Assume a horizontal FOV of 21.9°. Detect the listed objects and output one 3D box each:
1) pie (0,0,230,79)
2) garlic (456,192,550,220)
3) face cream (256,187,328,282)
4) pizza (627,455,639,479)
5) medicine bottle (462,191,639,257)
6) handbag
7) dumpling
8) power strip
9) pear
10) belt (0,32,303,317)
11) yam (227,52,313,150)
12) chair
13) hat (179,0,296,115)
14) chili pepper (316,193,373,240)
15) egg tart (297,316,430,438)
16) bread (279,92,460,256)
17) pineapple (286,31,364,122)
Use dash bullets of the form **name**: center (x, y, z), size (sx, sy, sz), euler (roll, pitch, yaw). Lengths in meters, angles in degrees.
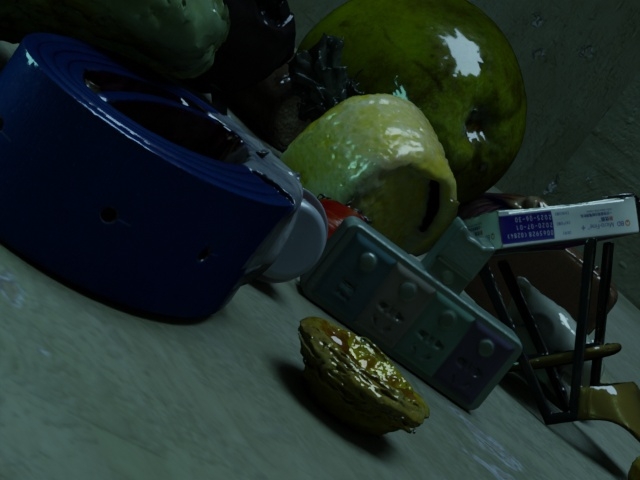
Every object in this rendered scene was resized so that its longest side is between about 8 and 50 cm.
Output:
- **pie**: center (-0.250, -0.247, 1.408), size (0.418, 0.180, 0.395), euler (27, 4, 6)
- **garlic**: center (0.293, 0.000, 2.534), size (0.245, 0.160, 0.245), euler (27, 10, -5)
- **face cream**: center (-0.044, -0.012, 1.477), size (0.091, 0.091, 0.095), euler (33, 2, -27)
- **pizza**: center (0.461, 0.330, 1.767), size (0.229, 0.081, 0.289), euler (31, 9, -38)
- **medicine bottle**: center (0.249, -0.013, 1.948), size (0.201, 0.052, 0.171), euler (-7, -5, -28)
- **handbag**: center (0.287, 0.063, 2.221), size (0.193, 0.151, 0.072), euler (41, 12, 9)
- **dumpling**: center (0.293, 0.134, 2.059), size (0.176, 0.092, 0.150), euler (40, 6, 34)
- **power strip**: center (0.104, 0.047, 1.584), size (0.216, 0.145, 0.061), euler (36, 10, -15)
- **pear**: center (0.135, -0.218, 2.465), size (0.352, 0.352, 0.413), euler (32, 4, -35)
- **belt**: center (-0.134, -0.049, 1.213), size (0.212, 0.117, 0.347), euler (37, 9, 12)
- **yam**: center (-0.092, -0.244, 2.375), size (0.131, 0.131, 0.279), euler (28, 14, -48)
- **chair**: center (0.287, 0.128, 1.900), size (0.159, 0.172, 0.247), euler (9, 74, -73)
- **hat**: center (-0.184, -0.278, 2.181), size (0.238, 0.209, 0.336), euler (56, -18, -24)
- **chili pepper**: center (0.003, 0.004, 1.701), size (0.088, 0.065, 0.169), euler (23, 13, 5)
- **egg tart**: center (0.028, 0.110, 1.259), size (0.130, 0.052, 0.130), euler (37, 7, -5)
- **bread**: center (0.056, -0.071, 1.934), size (0.197, 0.197, 0.170), euler (30, 24, -42)
- **pineapple**: center (0.040, -0.152, 2.195), size (0.248, 0.128, 0.128), euler (66, 16, 14)
